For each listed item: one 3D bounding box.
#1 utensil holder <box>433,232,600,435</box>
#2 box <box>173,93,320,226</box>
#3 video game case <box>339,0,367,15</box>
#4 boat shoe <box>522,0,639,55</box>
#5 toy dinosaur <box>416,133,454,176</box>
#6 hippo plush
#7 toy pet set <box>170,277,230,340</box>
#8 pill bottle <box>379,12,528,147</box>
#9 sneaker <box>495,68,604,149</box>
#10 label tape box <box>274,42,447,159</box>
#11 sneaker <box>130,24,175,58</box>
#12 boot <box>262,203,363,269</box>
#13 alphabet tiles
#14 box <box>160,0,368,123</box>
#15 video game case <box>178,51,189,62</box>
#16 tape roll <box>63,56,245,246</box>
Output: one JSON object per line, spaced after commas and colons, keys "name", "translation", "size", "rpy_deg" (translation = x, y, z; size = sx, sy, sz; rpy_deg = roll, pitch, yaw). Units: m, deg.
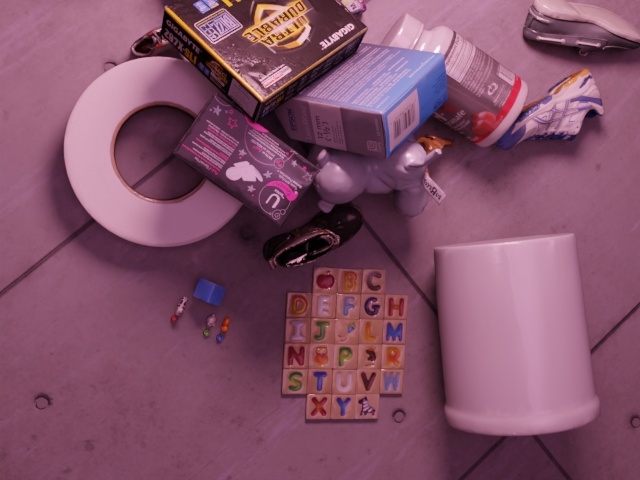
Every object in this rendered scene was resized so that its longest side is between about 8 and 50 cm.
{"name": "utensil holder", "translation": [0.414, 0.189, 1.630], "size": [0.327, 0.327, 0.385], "rpy_deg": [-6, 89, -14]}
{"name": "box", "translation": [-0.150, -0.156, 1.473], "size": [0.247, 0.163, 0.142], "rpy_deg": [36, 90, -13]}
{"name": "video game case", "translation": [-0.037, -0.572, 1.644], "size": [0.210, 0.042, 0.232], "rpy_deg": [-25, 97, -11]}
{"name": "boat shoe", "translation": [0.628, -0.500, 1.798], "size": [0.319, 0.116, 0.099], "rpy_deg": [8, 132, -20]}
{"name": "toy dinosaur", "translation": [0.236, -0.200, 1.661], "size": [0.112, 0.211, 0.064], "rpy_deg": [21, 129, 20]}
{"name": "hippo plush", "translation": [0.098, -0.128, 1.582], "size": [0.236, 0.294, 0.234], "rpy_deg": [-17, 128, -6]}
{"name": "toy pet set", "translation": [-0.240, 0.146, 1.594], "size": [0.122, 0.065, 0.114], "rpy_deg": [23, 85, -13]}
{"name": "pill bottle", "translation": [0.281, -0.358, 1.656], "size": [0.318, 0.176, 0.176], "rpy_deg": [31, 84, -12]}
{"name": "sneaker", "translation": [0.544, -0.278, 1.756], "size": [0.296, 0.112, 0.131], "rpy_deg": [-33, 99, -10]}
{"name": "label tape box", "translation": [0.047, -0.301, 1.534], "size": [0.249, 0.347, 0.115], "rpy_deg": [-46, 138, -36]}
{"name": "sneaker", "translation": [-0.320, -0.414, 1.542], "size": [0.158, 0.065, 0.061], "rpy_deg": [-28, 101, 11]}
{"name": "boot", "translation": [0.000, 0.000, 1.566], "size": [0.263, 0.229, 0.091], "rpy_deg": [-27, 97, -12]}
{"name": "alphabet tiles", "translation": [0.057, 0.233, 1.696], "size": [0.285, 0.011, 0.343], "rpy_deg": [3, 90, -14]}
{"name": "box", "translation": [-0.103, -0.404, 1.445], "size": [0.257, 0.079, 0.322], "rpy_deg": [43, 57, 8]}
{"name": "video game case", "translation": [-0.175, -0.377, 1.623], "size": [0.201, 0.023, 0.183], "rpy_deg": [-31, 98, -12]}
{"name": "tape roll", "translation": [-0.323, -0.180, 1.551], "size": [0.392, 0.072, 0.392], "rpy_deg": [-1, 95, -13]}
